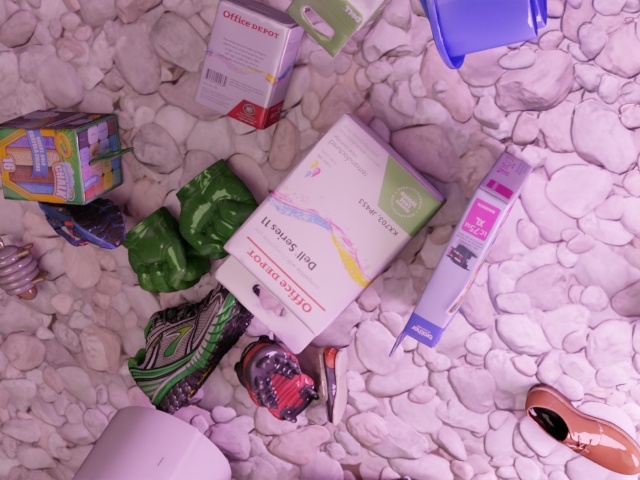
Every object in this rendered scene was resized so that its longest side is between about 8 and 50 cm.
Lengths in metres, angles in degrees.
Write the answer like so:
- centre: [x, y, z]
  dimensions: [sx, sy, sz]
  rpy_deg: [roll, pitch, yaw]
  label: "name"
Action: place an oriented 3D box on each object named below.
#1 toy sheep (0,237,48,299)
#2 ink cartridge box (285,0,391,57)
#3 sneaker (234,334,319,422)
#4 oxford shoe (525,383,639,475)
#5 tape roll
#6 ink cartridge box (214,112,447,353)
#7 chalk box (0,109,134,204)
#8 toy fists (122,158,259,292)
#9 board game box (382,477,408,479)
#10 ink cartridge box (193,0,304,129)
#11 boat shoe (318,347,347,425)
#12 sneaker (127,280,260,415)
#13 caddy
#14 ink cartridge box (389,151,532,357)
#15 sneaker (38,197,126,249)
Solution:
- centre: [-0.556, 0.051, 2.127]
  dimensions: [0.091, 0.091, 0.132]
  rpy_deg: [-15, 107, 26]
  label: "toy sheep"
- centre: [0.056, -0.385, 1.728]
  dimensions: [0.109, 0.062, 0.209]
  rpy_deg: [44, 119, 3]
  label: "ink cartridge box"
- centre: [-0.091, 0.213, 1.914]
  dimensions: [0.097, 0.276, 0.135]
  rpy_deg: [-45, 68, -6]
  label: "sneaker"
- centre: [0.409, 0.310, 1.821]
  dimensions: [0.212, 0.076, 0.076]
  rpy_deg: [31, 115, 8]
  label: "oxford shoe"
- centre: [-0.302, 0.434, 2.057]
  dimensions: [0.246, 0.169, 0.246]
  rpy_deg: [19, 142, 15]
  label: "tape roll"
- centre: [0.000, 0.000, 1.801]
  dimensions: [0.207, 0.119, 0.353]
  rpy_deg: [43, 101, 4]
  label: "ink cartridge box"
- centre: [-0.421, -0.141, 1.974]
  dimensions: [0.213, 0.132, 0.132]
  rpy_deg: [6, 110, 22]
  label: "chalk box"
- centre: [-0.217, -0.008, 1.958]
  dimensions: [0.279, 0.096, 0.142]
  rpy_deg: [-36, 93, 27]
  label: "toy fists"
- centre: [0.036, 0.500, 2.005]
  dimensions: [0.243, 0.042, 0.165]
  rpy_deg: [-4, 108, -3]
  label: "board game box"
- centre: [-0.110, -0.281, 1.828]
  dimensions: [0.127, 0.072, 0.175]
  rpy_deg: [25, 116, 13]
  label: "ink cartridge box"
- centre: [0.018, 0.247, 1.976]
  dimensions: [0.043, 0.049, 0.137]
  rpy_deg: [7, 108, 24]
  label: "boat shoe"
- centre: [-0.228, 0.158, 1.999]
  dimensions: [0.146, 0.134, 0.343]
  rpy_deg: [42, 119, 5]
  label: "sneaker"
- centre: [0.196, -0.404, 1.564]
  dimensions: [0.179, 0.241, 0.341]
  rpy_deg: [-4, 106, 19]
  label: "caddy"
- centre: [0.211, 0.032, 1.741]
  dimensions: [0.065, 0.186, 0.311]
  rpy_deg: [31, 118, 8]
  label: "ink cartridge box"
- centre: [-0.404, -0.027, 2.023]
  dimensions: [0.221, 0.083, 0.087]
  rpy_deg: [26, 138, 44]
  label: "sneaker"
